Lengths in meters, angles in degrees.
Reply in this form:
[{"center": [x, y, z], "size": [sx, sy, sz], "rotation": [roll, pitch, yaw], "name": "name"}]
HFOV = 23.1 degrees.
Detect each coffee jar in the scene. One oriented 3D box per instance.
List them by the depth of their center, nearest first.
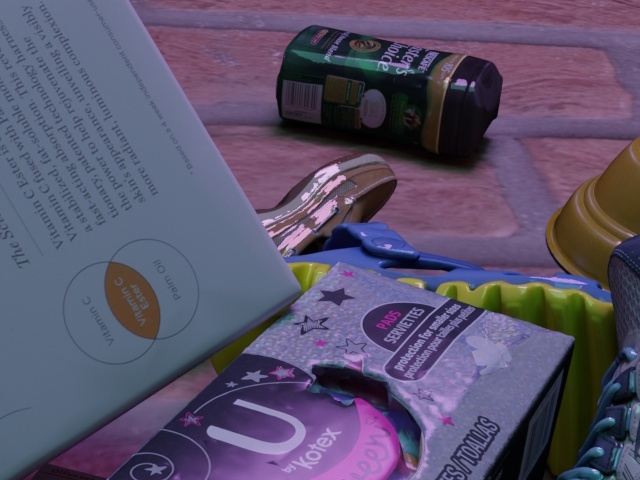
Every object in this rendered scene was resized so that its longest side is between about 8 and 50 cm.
[{"center": [0.061, -0.129, 1.353], "size": [0.184, 0.079, 0.096], "rotation": [13, 29, 14], "name": "coffee jar"}]

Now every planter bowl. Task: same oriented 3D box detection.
[{"center": [0.286, -0.028, 1.191], "size": [0.217, 0.090, 0.217], "rotation": [5, 27, -2], "name": "planter bowl"}]

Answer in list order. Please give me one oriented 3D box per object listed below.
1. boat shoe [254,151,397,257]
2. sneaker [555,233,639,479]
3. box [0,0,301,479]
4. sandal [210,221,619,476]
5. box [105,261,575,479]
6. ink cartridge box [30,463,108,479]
[{"center": [0.000, 0.000, 1.127], "size": [0.072, 0.068, 0.190], "rotation": [36, 49, 25], "name": "boat shoe"}, {"center": [0.166, 0.118, 0.788], "size": [0.122, 0.110, 0.283], "rotation": [-6, 57, 0], "name": "sneaker"}, {"center": [-0.220, 0.033, 0.739], "size": [0.345, 0.215, 0.168], "rotation": [-32, 2, -34], "name": "box"}, {"center": [0.096, 0.053, 0.976], "size": [0.317, 0.126, 0.138], "rotation": [14, 25, 13], "name": "sandal"}, {"center": [0.008, 0.140, 0.743], "size": [0.142, 0.163, 0.247], "rotation": [17, 30, 19], "name": "box"}, {"center": [-0.138, 0.149, 0.845], "size": [0.048, 0.028, 0.083], "rotation": [12, 28, 12], "name": "ink cartridge box"}]
